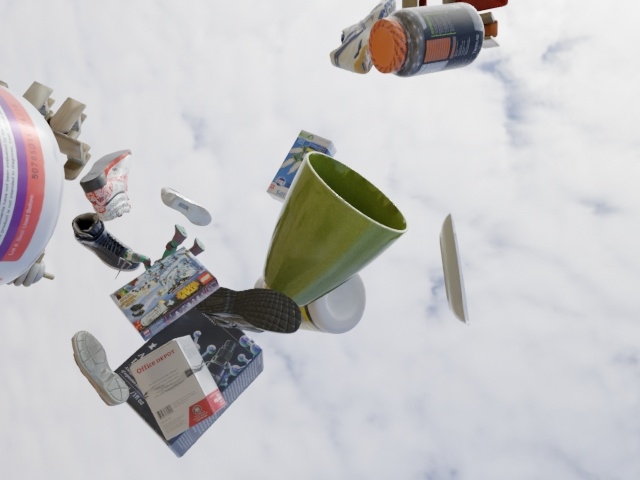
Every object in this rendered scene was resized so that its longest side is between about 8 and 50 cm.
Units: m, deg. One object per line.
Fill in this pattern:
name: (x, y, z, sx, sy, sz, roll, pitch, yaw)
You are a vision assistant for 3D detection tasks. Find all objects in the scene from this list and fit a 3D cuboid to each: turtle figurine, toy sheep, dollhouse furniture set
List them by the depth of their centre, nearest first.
toy sheep: (-0.577, 0.046, 1.015, 0.091, 0.132, 0.091, -43, -148, 36)
dollhouse furniture set: (-0.671, -0.236, 1.200, 0.212, 0.241, 0.161, 129, -18, -59)
dollhouse furniture set: (0.338, -0.604, 1.326, 0.258, 0.135, 0.262, 2, -86, 32)
turtle figurine: (-0.444, 0.069, 1.480, 0.234, 0.175, 0.118, -41, -118, 4)

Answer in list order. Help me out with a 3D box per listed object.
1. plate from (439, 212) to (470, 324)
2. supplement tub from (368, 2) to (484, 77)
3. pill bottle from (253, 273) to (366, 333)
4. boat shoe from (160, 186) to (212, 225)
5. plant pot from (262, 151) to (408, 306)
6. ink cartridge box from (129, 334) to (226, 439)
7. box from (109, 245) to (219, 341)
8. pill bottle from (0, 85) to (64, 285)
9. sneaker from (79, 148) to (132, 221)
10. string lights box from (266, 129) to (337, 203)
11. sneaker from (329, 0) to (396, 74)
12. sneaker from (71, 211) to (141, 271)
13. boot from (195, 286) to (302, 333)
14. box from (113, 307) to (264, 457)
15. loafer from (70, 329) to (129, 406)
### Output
plate: (0.358, 0.089, 1.418, 0.045, 0.278, 0.278, -9, -103, 16)
supplement tub: (0.189, -0.360, 0.953, 0.117, 0.190, 0.117, 42, -39, 48)
pill bottle: (-0.045, 0.155, 1.480, 0.333, 0.187, 0.188, -5, -93, 51)
boat shoe: (-0.414, -0.106, 1.624, 0.066, 0.184, 0.063, -51, -140, 15)
plant pot: (0.000, 0.000, 1.194, 0.294, 0.274, 0.275, -53, -124, 21)
ink cartridge box: (-0.233, 0.239, 0.869, 0.099, 0.056, 0.135, -31, -97, 11)
box: (-0.237, 0.078, 0.807, 0.094, 0.137, 0.027, 39, -27, 31)
pill bottle: (-0.342, -0.050, 0.326, 0.181, 0.323, 0.182, -1, -92, 18)
sneaker: (-0.598, -0.158, 1.534, 0.090, 0.270, 0.145, -12, -61, 7)
string lights box: (-0.064, -0.245, 1.856, 0.133, 0.077, 0.260, 25, -100, 23)
sneaker: (0.127, -0.621, 1.564, 0.130, 0.112, 0.297, 17, -119, 25)
sneaker: (-0.636, 0.005, 1.570, 0.086, 0.226, 0.163, -62, -171, -28)
boot: (-0.139, 0.162, 1.146, 0.246, 0.161, 0.084, 10, -112, 17)
box: (-0.419, 0.430, 1.703, 0.293, 0.395, 0.212, 37, -28, 17)
loafer: (-0.336, 0.194, 0.785, 0.039, 0.045, 0.125, -31, -87, 30)
